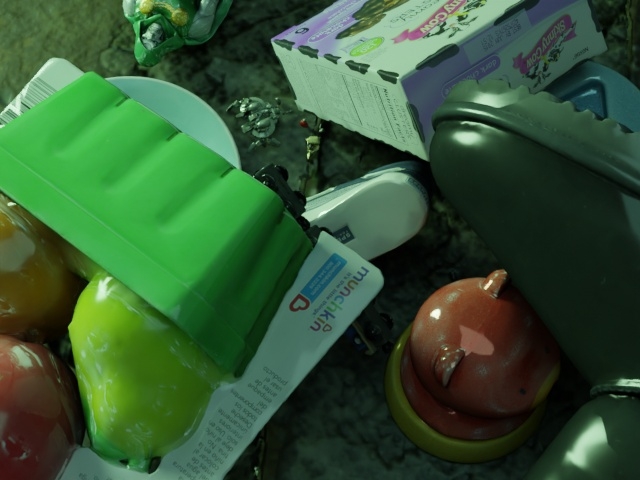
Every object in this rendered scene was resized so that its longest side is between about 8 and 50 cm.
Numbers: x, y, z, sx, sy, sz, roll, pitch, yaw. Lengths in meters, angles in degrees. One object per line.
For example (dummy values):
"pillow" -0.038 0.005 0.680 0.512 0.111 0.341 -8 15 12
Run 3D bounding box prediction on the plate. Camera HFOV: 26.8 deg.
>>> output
"plate" -0.154 -0.042 1.043 0.188 0.024 0.188 -1 65 2

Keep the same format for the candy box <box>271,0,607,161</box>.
"candy box" 0.083 -0.145 0.995 0.165 0.070 0.196 -32 28 -17

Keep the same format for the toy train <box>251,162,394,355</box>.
"toy train" -0.001 0.017 0.945 0.158 0.036 0.027 55 36 -2

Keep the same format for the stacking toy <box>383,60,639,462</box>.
"stacking toy" 0.211 0.022 0.946 0.280 0.130 0.309 18 67 10

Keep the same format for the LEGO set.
"LEGO set" -0.037 -0.094 1.063 0.083 0.023 0.054 7 65 5

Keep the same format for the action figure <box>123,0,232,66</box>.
"action figure" -0.104 -0.243 1.118 0.137 0.063 0.232 17 70 5

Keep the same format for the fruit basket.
"fruit basket" -0.179 0.081 0.892 0.327 0.165 0.353 33 84 29

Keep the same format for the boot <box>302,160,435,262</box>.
"boot" 0.000 0.000 1.003 0.190 0.086 0.069 -22 99 16

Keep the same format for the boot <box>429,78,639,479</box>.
"boot" 0.108 0.164 0.759 0.367 0.146 0.445 31 85 29
